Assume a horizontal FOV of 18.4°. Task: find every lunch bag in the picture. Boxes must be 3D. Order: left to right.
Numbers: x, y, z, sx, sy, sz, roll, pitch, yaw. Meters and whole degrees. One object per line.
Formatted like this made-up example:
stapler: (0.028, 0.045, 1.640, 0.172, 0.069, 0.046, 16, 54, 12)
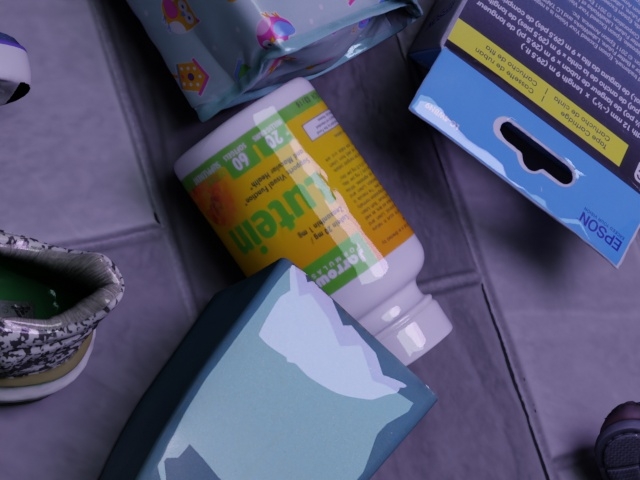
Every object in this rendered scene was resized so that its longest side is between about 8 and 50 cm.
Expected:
lunch bag: (-0.040, -0.250, 1.696, 0.262, 0.160, 0.223, -27, 82, -44)

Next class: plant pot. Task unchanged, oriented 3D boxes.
plant pot: (-0.063, 0.167, 1.535, 0.165, 0.165, 0.234, 42, 66, -9)

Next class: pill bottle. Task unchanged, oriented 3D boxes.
pill bottle: (0.000, 0.000, 1.636, 0.136, 0.136, 0.246, -36, 91, -33)

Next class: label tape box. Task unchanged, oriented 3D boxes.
label tape box: (0.221, -0.164, 1.834, 0.249, 0.115, 0.348, 35, 62, -13)

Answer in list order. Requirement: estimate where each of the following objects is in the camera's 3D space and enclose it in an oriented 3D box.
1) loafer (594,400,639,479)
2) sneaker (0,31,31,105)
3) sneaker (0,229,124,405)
loafer: (0.364, 0.231, 1.789, 0.302, 0.109, 0.095, 38, 40, -20)
sneaker: (-0.376, -0.234, 1.517, 0.322, 0.130, 0.236, 6, 74, -21)
sneaker: (-0.323, 0.033, 1.415, 0.410, 0.182, 0.158, -2, 73, -33)
